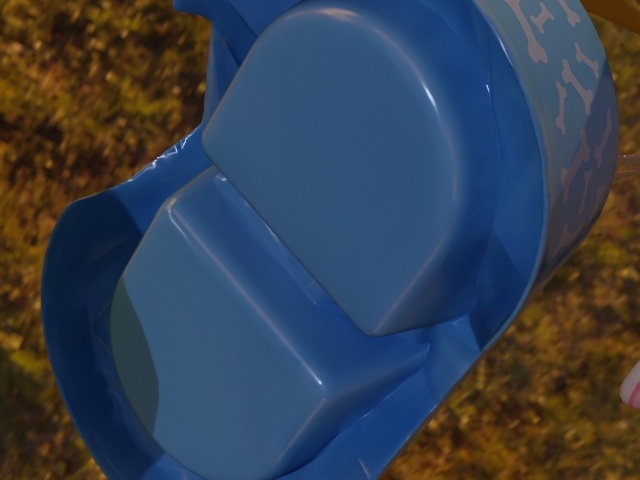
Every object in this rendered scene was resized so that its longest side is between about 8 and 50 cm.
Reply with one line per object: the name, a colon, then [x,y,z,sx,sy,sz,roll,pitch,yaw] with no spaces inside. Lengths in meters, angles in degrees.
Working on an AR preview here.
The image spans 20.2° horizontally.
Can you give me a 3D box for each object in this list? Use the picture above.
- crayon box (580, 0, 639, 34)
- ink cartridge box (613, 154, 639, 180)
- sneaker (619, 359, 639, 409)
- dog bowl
crayon box: [0.256,-0.189,0.780,0.203,0.323,0.083,20,57,-23]
ink cartridge box: [0.102,-0.065,1.131,0.225,0.181,0.056,-3,87,-11]
sneaker: [0.253,0.082,1.122,0.051,0.134,0.070,8,46,-57]
dog bowl: [0.000,0.000,0.662,0.074,0.297,0.166,-26,68,-43]
